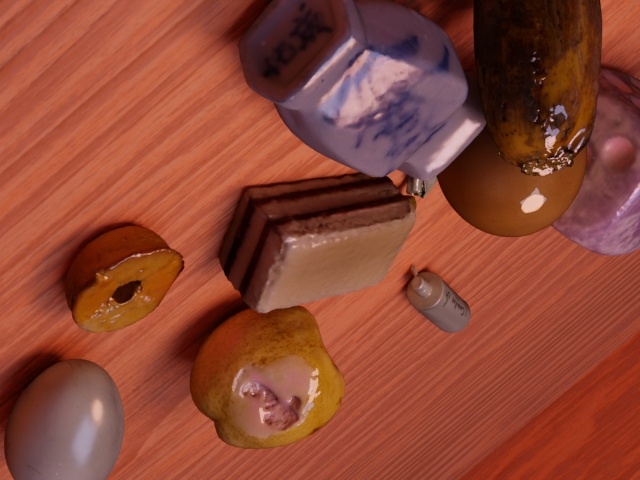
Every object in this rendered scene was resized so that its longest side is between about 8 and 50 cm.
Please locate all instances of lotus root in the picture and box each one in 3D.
[{"bbox_3d":[0.312,-0.292,1.549,0.179,0.398,0.196,-4,173,22],"label":"lotus root"}]

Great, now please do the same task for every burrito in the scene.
[{"bbox_3d":[0.191,-0.126,1.912,0.074,0.044,0.118,8,125,-50],"label":"burrito"}]

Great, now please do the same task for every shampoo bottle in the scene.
[{"bbox_3d":[0.246,0.127,2.295,0.085,0.085,0.262,-41,151,5],"label":"shampoo bottle"}]

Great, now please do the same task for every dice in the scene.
[{"bbox_3d":[0.557,-0.149,2.059,0.270,0.270,0.271,-2,135,-47],"label":"dice"}]

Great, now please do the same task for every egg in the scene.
[{"bbox_3d":[-0.402,0.300,1.708,0.182,0.183,0.264,-8,133,-42],"label":"egg"},{"bbox_3d":[0.310,-0.138,1.765,0.250,0.322,0.250,1,124,2],"label":"egg"}]

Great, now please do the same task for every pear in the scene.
[{"bbox_3d":[-0.095,0.241,1.903,0.271,0.271,0.271,-28,150,-18],"label":"pear"}]

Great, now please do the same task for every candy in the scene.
[{"bbox_3d":[0.000,0.000,1.786,0.320,0.135,0.179,-9,141,-41],"label":"candy"}]

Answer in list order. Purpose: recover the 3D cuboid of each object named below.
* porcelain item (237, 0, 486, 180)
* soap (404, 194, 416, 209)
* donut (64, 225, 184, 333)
[{"bbox_3d":[0.068,-0.219,1.504,0.242,0.178,0.405,-46,148,16],"label":"porcelain item"},{"bbox_3d":[0.124,-0.028,1.948,0.089,0.045,0.140,-41,173,-44],"label":"soap"},{"bbox_3d":[-0.296,0.052,1.590,0.174,0.075,0.190,-19,150,-33],"label":"donut"}]
